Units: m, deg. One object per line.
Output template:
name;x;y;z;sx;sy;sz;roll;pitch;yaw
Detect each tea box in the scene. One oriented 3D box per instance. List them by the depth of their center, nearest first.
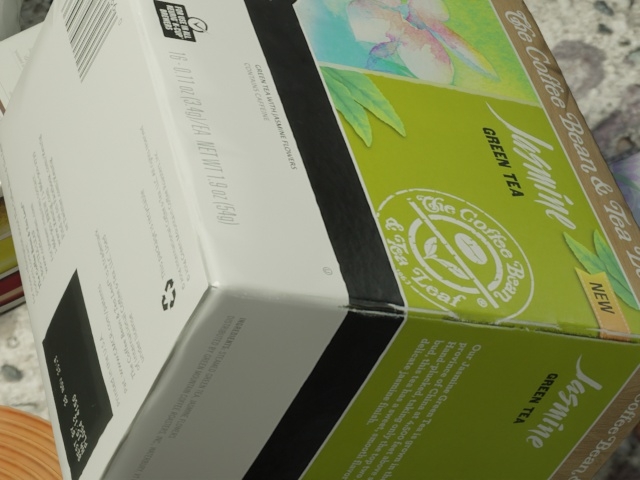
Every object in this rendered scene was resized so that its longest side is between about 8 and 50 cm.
tea box;0.000;0.000;1.195;0.324;0.220;0.329;8;43;-29

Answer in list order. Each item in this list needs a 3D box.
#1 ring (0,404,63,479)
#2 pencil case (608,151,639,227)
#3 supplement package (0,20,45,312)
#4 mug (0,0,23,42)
ring;-0.277;0.253;1.266;0.337;0.032;0.336;-6;51;8
pencil case;0.291;-0.028;1.300;0.273;0.113;0.124;-24;48;-7
supplement package;-0.233;-0.048;1.428;0.244;0.139;0.134;-27;53;-7
mug;-0.340;-0.254;1.506;0.374;0.276;0.328;-37;55;19
